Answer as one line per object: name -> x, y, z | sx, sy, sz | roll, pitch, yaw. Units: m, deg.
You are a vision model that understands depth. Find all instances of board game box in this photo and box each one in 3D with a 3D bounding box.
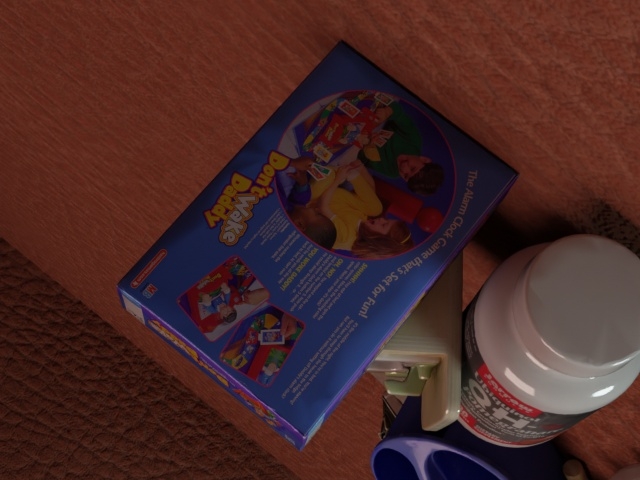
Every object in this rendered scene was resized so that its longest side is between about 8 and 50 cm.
board game box -> 0.000, 0.000, 1.198 | 0.233, 0.347, 0.078 | 38, 162, 9

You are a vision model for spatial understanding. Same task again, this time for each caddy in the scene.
caddy -> 0.223, 0.368, 1.763 | 0.241, 0.179, 0.341 | -6, 131, 40

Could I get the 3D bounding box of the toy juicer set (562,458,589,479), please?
toy juicer set -> 0.368, 0.435, 1.683 | 0.329, 0.089, 0.209 | -94, -21, -62

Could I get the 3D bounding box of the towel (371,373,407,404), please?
towel -> 0.177, 0.247, 1.892 | 0.282, 0.049, 0.187 | 47, 162, -21

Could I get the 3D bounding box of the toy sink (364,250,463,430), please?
toy sink -> 0.076, 0.083, 1.307 | 0.131, 0.234, 0.153 | 4, 166, -4

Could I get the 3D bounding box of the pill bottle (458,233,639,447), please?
pill bottle -> 0.235, 0.105, 1.243 | 0.176, 0.176, 0.318 | 38, 162, 8

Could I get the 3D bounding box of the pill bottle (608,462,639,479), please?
pill bottle -> 0.446, 0.392, 1.574 | 0.119, 0.119, 0.208 | 24, 155, 41

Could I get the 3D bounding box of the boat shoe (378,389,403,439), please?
boat shoe -> 0.130, 0.317, 2.007 | 0.078, 0.070, 0.219 | 46, -176, -18
